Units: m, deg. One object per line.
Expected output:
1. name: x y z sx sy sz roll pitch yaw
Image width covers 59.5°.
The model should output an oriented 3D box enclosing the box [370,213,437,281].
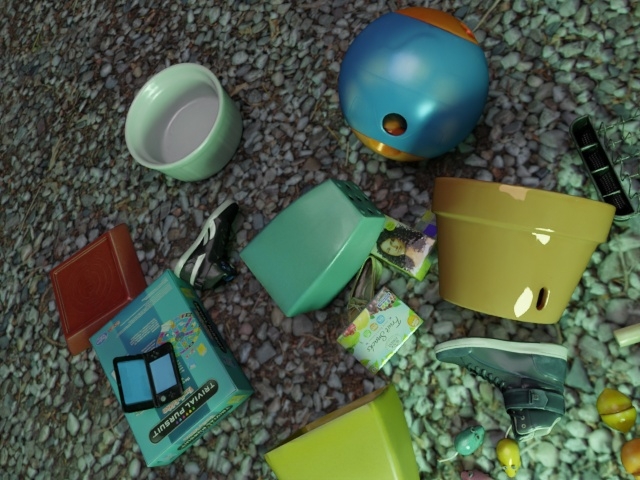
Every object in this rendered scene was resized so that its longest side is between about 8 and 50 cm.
1. box: 0.122 -0.009 1.147 0.232 0.058 0.087 28 86 28

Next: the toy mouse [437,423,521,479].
1. toy mouse: 0.272 0.383 0.972 0.143 0.031 0.161 -5 72 21

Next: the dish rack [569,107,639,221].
1. dish rack: 0.606 -0.160 0.984 0.271 0.074 0.208 -20 68 16

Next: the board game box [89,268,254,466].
1. board game box: -0.336 0.273 1.236 0.253 0.079 0.336 -41 63 6

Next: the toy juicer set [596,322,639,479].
1. toy juicer set: 0.549 0.244 0.877 0.209 0.089 0.329 -7 45 30

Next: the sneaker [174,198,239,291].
1. sneaker: -0.223 0.021 1.282 0.121 0.079 0.217 32 81 12

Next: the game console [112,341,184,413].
1. game console: -0.354 0.280 1.156 0.107 0.071 0.122 -28 65 12

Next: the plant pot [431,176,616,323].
1. plant pot: 0.321 0.017 0.950 0.290 0.291 0.204 12 95 25

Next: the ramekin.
1. ramekin: -0.328 -0.279 1.380 0.277 0.135 0.277 -7 70 21

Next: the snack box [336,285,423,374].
1. snack box: 0.115 0.173 1.085 0.100 0.037 0.141 42 92 3

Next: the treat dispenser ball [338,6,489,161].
1. treat dispenser ball: 0.178 -0.298 1.086 0.288 0.288 0.288 -7 71 21

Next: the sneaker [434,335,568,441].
1. sneaker: 0.304 0.254 0.965 0.226 0.086 0.164 1 67 22

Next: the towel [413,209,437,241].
1. towel: 0.235 -0.026 1.121 0.083 0.009 0.060 28 65 28

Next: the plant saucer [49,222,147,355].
1. plant saucer: -0.567 0.115 1.403 0.259 0.047 0.259 -32 64 10

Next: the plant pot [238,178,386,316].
1. plant pot: 0.000 0.000 1.089 0.166 0.165 0.234 49 113 19

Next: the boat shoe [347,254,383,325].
1. boat shoe: 0.085 0.106 1.130 0.056 0.048 0.153 16 80 26

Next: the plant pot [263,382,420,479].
1. plant pot: 0.063 0.390 0.972 0.212 0.212 0.187 -30 77 11
